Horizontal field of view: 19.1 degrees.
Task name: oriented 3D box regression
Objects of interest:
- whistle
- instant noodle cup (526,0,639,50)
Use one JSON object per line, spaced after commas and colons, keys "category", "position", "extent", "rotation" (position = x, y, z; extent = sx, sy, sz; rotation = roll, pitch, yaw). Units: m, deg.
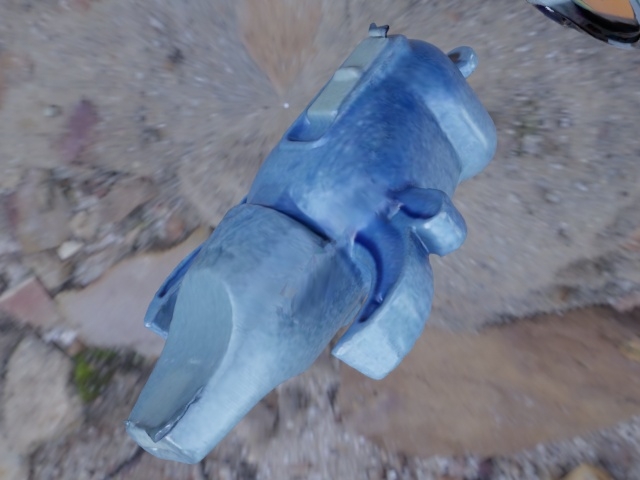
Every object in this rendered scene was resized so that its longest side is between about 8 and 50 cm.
{"category": "whistle", "position": [0.000, 0.000, 0.922], "extent": [0.093, 0.180, 0.269], "rotation": [48, 66, -29]}
{"category": "instant noodle cup", "position": [0.119, -0.186, 0.842], "extent": [0.177, 0.208, 0.125], "rotation": [42, 89, 11]}
